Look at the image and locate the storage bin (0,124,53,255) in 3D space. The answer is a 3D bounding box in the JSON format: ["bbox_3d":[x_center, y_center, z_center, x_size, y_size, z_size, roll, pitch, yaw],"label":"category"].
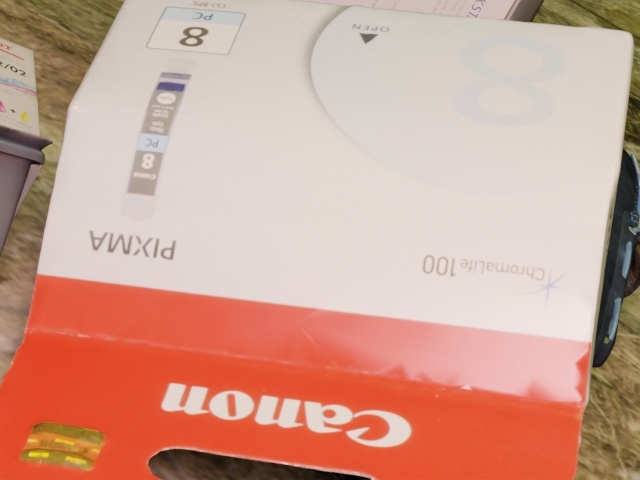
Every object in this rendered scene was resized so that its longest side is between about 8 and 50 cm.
[{"bbox_3d":[-0.222,-0.027,1.073,0.135,0.091,0.098,14,-4,-33],"label":"storage bin"}]

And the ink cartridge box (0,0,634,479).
[{"bbox_3d":[0.000,0.000,1.069,0.308,0.091,0.385,7,36,8],"label":"ink cartridge box"}]

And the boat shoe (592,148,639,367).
[{"bbox_3d":[0.203,0.018,1.523,0.089,0.109,0.258,38,41,-4],"label":"boat shoe"}]

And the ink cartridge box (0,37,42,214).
[{"bbox_3d":[-0.234,-0.088,1.227,0.104,0.061,0.181,21,27,-23],"label":"ink cartridge box"}]

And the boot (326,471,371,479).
[{"bbox_3d":[0.028,0.135,1.140,0.106,0.082,0.219,12,28,8],"label":"boot"}]

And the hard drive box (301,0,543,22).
[{"bbox_3d":[0.013,-0.163,1.326,0.232,0.181,0.089,33,13,11],"label":"hard drive box"}]
